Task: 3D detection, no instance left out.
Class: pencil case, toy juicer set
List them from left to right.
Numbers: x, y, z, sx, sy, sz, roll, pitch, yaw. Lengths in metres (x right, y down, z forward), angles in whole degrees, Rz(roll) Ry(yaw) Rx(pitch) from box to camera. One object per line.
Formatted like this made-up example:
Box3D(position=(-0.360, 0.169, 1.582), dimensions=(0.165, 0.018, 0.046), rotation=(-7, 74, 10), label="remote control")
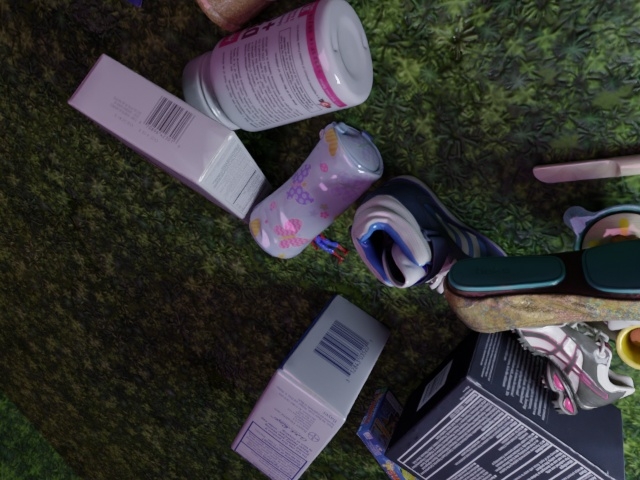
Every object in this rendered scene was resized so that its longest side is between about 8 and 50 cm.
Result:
Box3D(position=(-0.014, -0.082, 0.927), dimensions=(0.124, 0.113, 0.273), rotation=(36, 124, -15), label="pencil case")
Box3D(position=(0.460, -0.001, 0.719), dimensions=(0.209, 0.089, 0.329), rotation=(-27, 83, 28), label="toy juicer set")

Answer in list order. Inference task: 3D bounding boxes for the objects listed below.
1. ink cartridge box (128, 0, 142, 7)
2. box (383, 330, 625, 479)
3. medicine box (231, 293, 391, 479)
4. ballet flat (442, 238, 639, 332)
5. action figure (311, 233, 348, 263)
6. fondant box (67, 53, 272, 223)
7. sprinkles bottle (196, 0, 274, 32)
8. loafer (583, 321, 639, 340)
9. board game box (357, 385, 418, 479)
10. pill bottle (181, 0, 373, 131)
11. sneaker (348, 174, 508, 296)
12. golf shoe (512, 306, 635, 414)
Box3D(position=(-0.394, -0.561, 0.909), dimensions=(0.224, 0.045, 0.223), rotation=(33, 126, 7), label="ink cartridge box")
Box3D(position=(0.330, 0.358, 0.968), dimensions=(0.294, 0.183, 0.296), rotation=(35, 128, 7), label="box")
Box3D(position=(-0.018, 0.303, 1.062), dimensions=(0.149, 0.263, 0.289), rotation=(35, 126, 6), label="medicine box")
Box3D(position=(0.342, 0.070, 0.690), dimensions=(0.348, 0.123, 0.123), rotation=(-7, 113, 27), label="ballet flat")
Box3D(position=(0.000, 0.000, 1.034), dimensions=(0.115, 0.030, 0.038), rotation=(37, 130, 7), label="action figure")
Box3D(position=(-0.228, -0.151, 0.892), dimensions=(0.238, 0.330, 0.096), rotation=(32, 85, 8), label="fondant box")
Box3D(position=(-0.035, -0.446, 0.746), dimensions=(0.355, 0.121, 0.121), rotation=(-23, 105, 35), label="sprinkles bottle")
Box3D(position=(0.482, 0.117, 0.816), dimensions=(0.251, 0.087, 0.094), rotation=(-1, 116, 28), label="loafer")
Box3D(position=(0.168, 0.436, 1.122), dimensions=(0.035, 0.136, 0.201), rotation=(-29, 100, 35), label="board game box")
Box3D(position=(-0.074, -0.267, 0.840), dimensions=(0.283, 0.160, 0.160), rotation=(-7, 113, 30), label="pill bottle")
Box3D(position=(0.182, 0.049, 0.837), dimensions=(0.323, 0.236, 0.130), rotation=(45, 127, -2), label="sneaker")
Box3D(position=(0.380, 0.146, 0.817), dimensions=(0.120, 0.105, 0.273), rotation=(-24, 108, 35), label="golf shoe")
